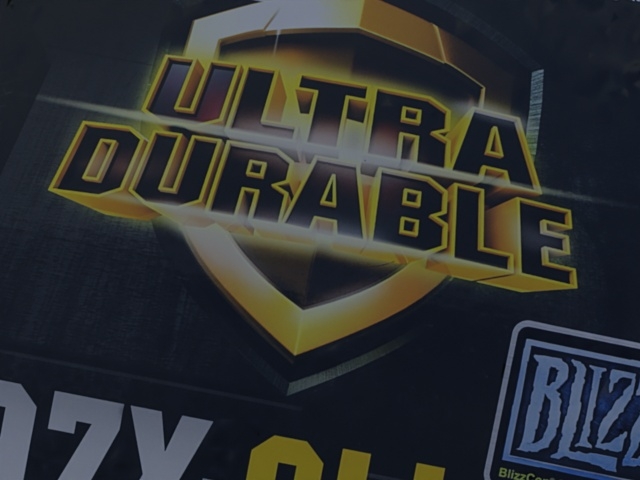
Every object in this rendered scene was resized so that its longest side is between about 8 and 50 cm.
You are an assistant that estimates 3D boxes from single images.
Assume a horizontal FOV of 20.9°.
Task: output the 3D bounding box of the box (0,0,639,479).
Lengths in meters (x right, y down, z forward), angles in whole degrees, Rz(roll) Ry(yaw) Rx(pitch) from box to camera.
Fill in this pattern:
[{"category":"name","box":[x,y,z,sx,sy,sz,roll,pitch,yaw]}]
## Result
[{"category":"box","box":[0.000,0.000,0.572,0.322,0.257,0.079,11,-179,3]}]
